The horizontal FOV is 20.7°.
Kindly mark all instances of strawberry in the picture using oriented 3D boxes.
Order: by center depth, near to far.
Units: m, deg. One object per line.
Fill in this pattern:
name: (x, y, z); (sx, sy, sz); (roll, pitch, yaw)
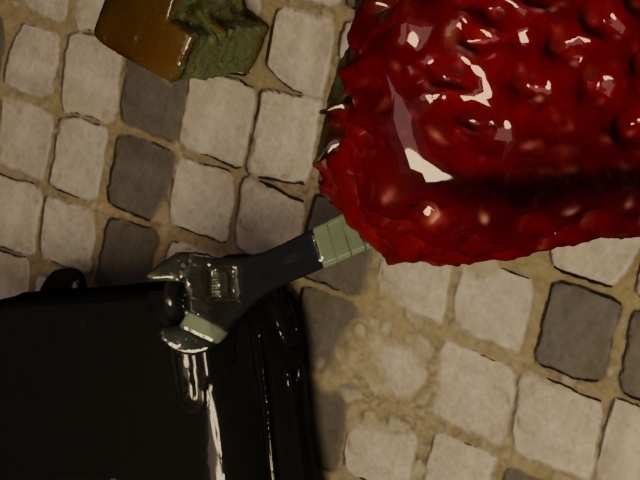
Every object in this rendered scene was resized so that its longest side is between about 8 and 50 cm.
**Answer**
strawberry: (0.184, -0.122, 1.325); (0.345, 0.317, 0.295); (12, 146, 4)

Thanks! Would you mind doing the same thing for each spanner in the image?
spanner: (0.000, 0.000, 1.486); (0.316, 0.024, 0.087); (-26, 86, -2)

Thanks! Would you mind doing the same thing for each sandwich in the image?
sandwich: (-0.100, -0.269, 1.580); (0.128, 0.122, 0.235); (33, 113, 31)

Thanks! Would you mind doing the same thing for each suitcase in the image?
suitcase: (-0.177, 0.191, 1.645); (0.345, 0.188, 0.339); (-5, 91, 35)
